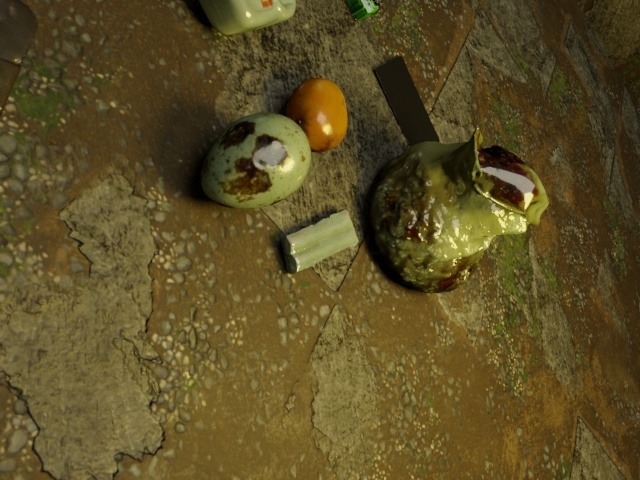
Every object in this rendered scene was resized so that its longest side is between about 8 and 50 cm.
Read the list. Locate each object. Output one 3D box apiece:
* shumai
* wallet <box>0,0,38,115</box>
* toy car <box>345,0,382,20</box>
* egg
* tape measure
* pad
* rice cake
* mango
[{"bbox_3d":[0.348,-0.081,1.548,0.395,0.348,0.394,24,58,-45],"label":"shumai"},{"bbox_3d":[-0.514,-0.251,0.921,0.165,0.042,0.309,30,55,-34],"label":"wallet"},{"bbox_3d":[0.087,-0.649,1.689,0.062,0.071,0.165,-42,107,-32],"label":"toy car"},{"bbox_3d":[-0.120,-0.141,1.204,0.231,0.169,0.169,-36,103,-33],"label":"egg"},{"bbox_3d":[-0.166,-0.549,1.326,0.246,0.125,0.243,-36,114,-48],"label":"tape measure"},{"bbox_3d":[0.238,-0.362,1.785,0.159,0.009,0.264,-38,105,-47],"label":"pad"},{"bbox_3d":[0.000,0.000,1.369,0.226,0.040,0.084,-26,95,-48],"label":"rice cake"},{"bbox_3d":[-0.003,-0.279,1.428,0.145,0.112,0.219,48,35,-23],"label":"mango"}]
